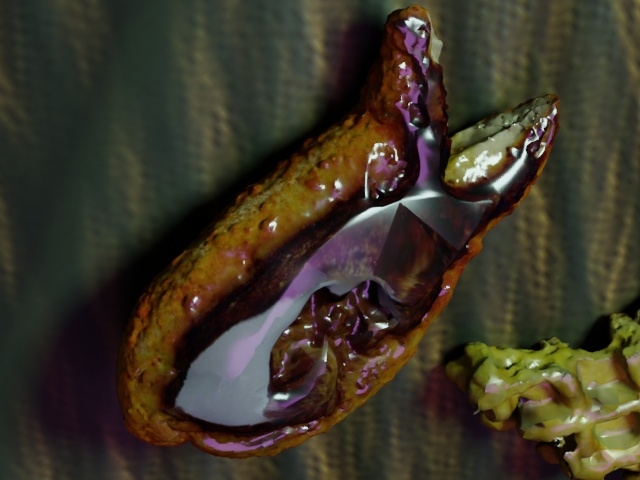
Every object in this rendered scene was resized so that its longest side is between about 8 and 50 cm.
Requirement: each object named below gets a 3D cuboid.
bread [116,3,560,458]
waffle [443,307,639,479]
[{"bbox_3d":[0.004,0.006,0.918,0.139,0.095,0.269,35,95,-36],"label":"bread"},{"bbox_3d":[0.241,0.045,1.027,0.260,0.069,0.293,24,116,-29],"label":"waffle"}]
